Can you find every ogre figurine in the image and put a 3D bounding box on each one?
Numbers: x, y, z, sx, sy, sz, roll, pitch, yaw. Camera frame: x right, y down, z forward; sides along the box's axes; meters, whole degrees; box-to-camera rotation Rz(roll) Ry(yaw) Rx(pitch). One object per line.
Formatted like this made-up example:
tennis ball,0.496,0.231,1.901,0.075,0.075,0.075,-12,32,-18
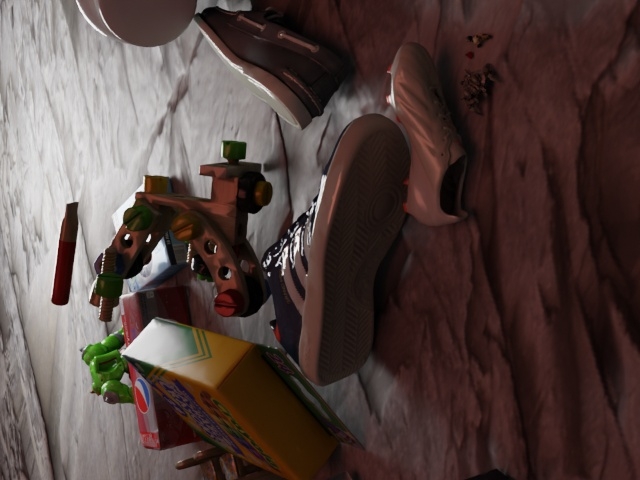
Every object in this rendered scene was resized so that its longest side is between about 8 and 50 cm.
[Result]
ogre figurine,-0.356,0.229,1.643,0.097,0.118,0.197,-53,53,45

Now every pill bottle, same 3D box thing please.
pill bottle,-0.273,-0.383,1.307,0.318,0.176,0.176,-127,42,-56

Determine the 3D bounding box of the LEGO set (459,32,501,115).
LEGO set,0.155,-0.169,0.931,0.054,0.023,0.083,-22,78,54

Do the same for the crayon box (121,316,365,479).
crayon box,-0.114,0.216,1.235,0.323,0.083,0.203,4,137,53

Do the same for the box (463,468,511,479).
box,0.124,0.340,0.872,0.163,0.247,0.142,33,120,47

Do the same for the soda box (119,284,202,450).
soda box,-0.264,0.211,1.530,0.083,0.092,0.263,-13,85,54

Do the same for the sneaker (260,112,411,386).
sneaker,0.000,0.000,1.087,0.148,0.131,0.350,38,126,40

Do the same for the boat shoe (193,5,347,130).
boat shoe,-0.069,-0.248,1.201,0.099,0.116,0.319,-42,41,-1

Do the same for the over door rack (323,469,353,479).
over door rack,0.009,0.493,1.129,0.324,0.108,0.239,-114,34,-43

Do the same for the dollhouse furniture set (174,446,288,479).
dollhouse furniture set,-0.141,0.409,1.333,0.242,0.161,0.212,-37,66,51

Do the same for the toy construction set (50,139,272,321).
toy construction set,-0.207,-0.031,1.252,0.257,0.309,0.237,25,111,41

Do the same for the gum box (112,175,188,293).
gum box,-0.296,-0.004,1.582,0.184,0.041,0.157,-32,70,51

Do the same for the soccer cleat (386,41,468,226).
soccer cleat,0.120,-0.111,0.962,0.076,0.068,0.196,5,107,49
